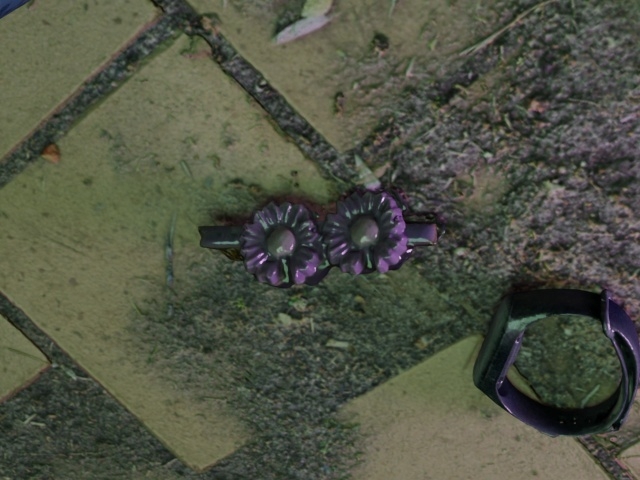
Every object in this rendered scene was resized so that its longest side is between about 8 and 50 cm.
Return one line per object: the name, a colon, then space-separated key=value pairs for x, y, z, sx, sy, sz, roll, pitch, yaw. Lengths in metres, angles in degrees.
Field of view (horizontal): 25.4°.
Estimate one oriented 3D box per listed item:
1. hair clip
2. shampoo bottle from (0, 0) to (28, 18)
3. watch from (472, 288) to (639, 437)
hair clip: x=0.000 y=0.000 z=1.656 sx=0.292 sy=0.084 sz=0.106 roll=-5 pitch=78 yaw=15
shampoo bottle: x=-0.349 y=-0.364 z=1.297 sx=0.331 sy=0.342 sz=0.331 roll=19 pitch=129 yaw=25
watch: x=0.289 y=0.141 z=1.680 sx=0.193 sy=0.068 sz=0.206 roll=16 pitch=129 yaw=0
